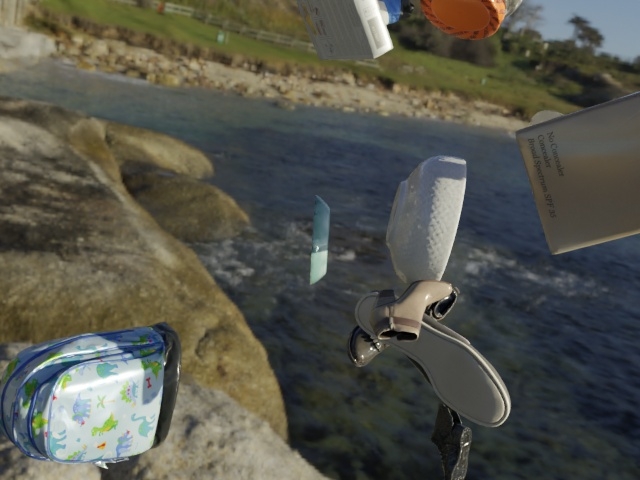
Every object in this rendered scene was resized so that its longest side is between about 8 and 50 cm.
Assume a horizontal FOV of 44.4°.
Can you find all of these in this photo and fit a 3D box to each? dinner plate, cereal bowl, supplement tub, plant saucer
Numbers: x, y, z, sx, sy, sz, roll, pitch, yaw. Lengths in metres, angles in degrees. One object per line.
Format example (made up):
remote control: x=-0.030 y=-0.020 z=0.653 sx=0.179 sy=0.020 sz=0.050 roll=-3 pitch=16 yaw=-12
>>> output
dinner plate: x=0.576 y=-0.259 z=1.928 sx=0.141 sy=0.141 sz=0.017 roll=21 pitch=60 yaw=35
cereal bowl: x=0.246 y=-0.050 z=1.930 sx=0.141 sy=0.338 sz=0.339 roll=13 pitch=14 yaw=1
supplement tub: x=0.331 y=-0.579 z=1.545 sx=0.207 sy=0.337 sz=0.207 roll=22 pitch=-17 yaw=7
plant saucer: x=0.000 y=0.000 z=1.029 sx=0.021 sy=0.119 sz=0.119 roll=4 pitch=14 yaw=0

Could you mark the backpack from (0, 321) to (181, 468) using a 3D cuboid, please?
backpack: x=-0.466 y=0.317 z=1.590 sx=0.356 sy=0.290 sz=0.273 roll=9 pitch=8 yaw=-30

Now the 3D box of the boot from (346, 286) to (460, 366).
boot: x=0.203 y=0.203 z=1.940 sx=0.263 sy=0.091 sz=0.229 roll=-40 pitch=9 yaw=-39

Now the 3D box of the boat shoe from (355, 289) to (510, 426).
boat shoe: x=0.212 y=0.198 z=1.414 sx=0.335 sy=0.112 sz=0.096 roll=38 pitch=19 yaw=23

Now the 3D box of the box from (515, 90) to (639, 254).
box: x=0.381 y=-0.097 z=0.823 sx=0.311 sy=0.147 sz=0.121 roll=-18 pitch=1 yaw=23

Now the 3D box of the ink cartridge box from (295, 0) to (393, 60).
ink cartridge box: x=0.037 y=-0.456 z=1.561 sx=0.066 sy=0.189 sz=0.232 roll=-30 pitch=22 yaw=-15

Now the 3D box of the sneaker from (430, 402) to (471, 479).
sneaker: x=0.276 y=0.444 z=1.697 sx=0.051 sy=0.170 sz=0.089 roll=10 pitch=3 yaw=-41

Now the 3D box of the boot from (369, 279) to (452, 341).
boot: x=0.126 y=0.099 z=1.075 sx=0.119 sy=0.042 sz=0.087 roll=-10 pitch=40 yaw=8

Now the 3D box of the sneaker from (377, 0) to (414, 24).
sneaker: x=0.132 y=-0.495 z=1.525 sx=0.085 sy=0.152 sz=0.058 roll=-16 pitch=-13 yaw=-6
